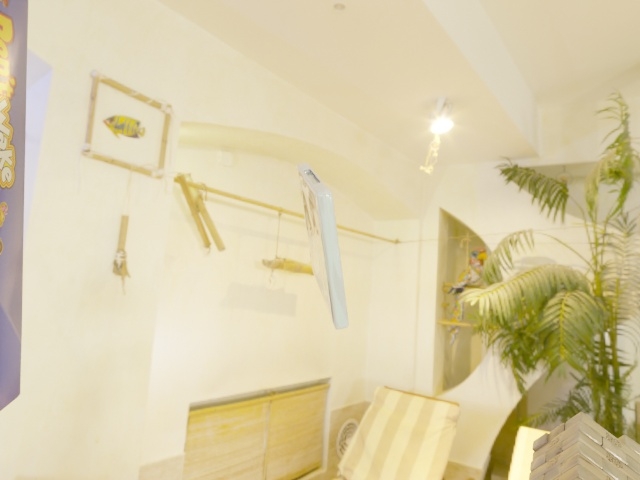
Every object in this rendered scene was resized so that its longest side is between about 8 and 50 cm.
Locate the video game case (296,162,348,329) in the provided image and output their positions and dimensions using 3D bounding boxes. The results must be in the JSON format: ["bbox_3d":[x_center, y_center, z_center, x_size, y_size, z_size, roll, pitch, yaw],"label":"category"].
[{"bbox_3d":[0.000,0.000,0.615,0.023,0.201,0.183,-12,23,-7],"label":"video game case"}]

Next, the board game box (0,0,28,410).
[{"bbox_3d":[-0.311,-0.063,0.229,0.234,0.346,0.078,3,3,-10],"label":"board game box"}]

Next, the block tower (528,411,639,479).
[{"bbox_3d":[0.264,0.321,0.407,0.097,0.090,0.335,38,35,15],"label":"block tower"}]
